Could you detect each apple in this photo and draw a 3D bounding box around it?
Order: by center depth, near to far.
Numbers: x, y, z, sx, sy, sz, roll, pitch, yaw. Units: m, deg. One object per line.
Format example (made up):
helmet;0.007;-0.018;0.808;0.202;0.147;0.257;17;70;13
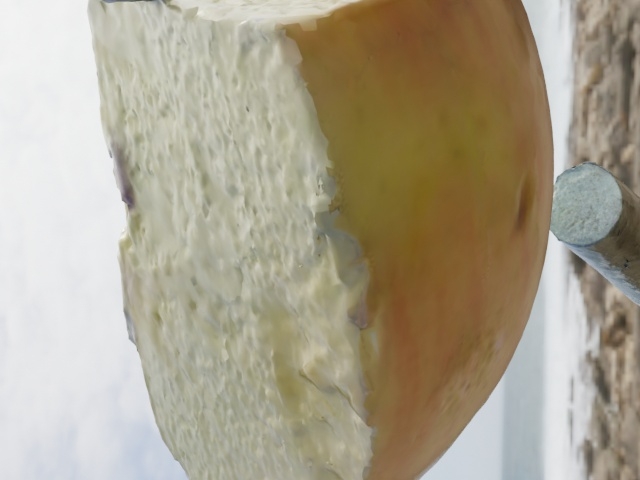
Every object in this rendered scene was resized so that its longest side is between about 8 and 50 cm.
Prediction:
apple;0.000;0.000;0.561;0.314;0.252;0.309;-67;-29;-63

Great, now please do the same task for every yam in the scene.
yam;0.358;0.003;1.212;0.259;0.106;0.106;29;-120;-47
